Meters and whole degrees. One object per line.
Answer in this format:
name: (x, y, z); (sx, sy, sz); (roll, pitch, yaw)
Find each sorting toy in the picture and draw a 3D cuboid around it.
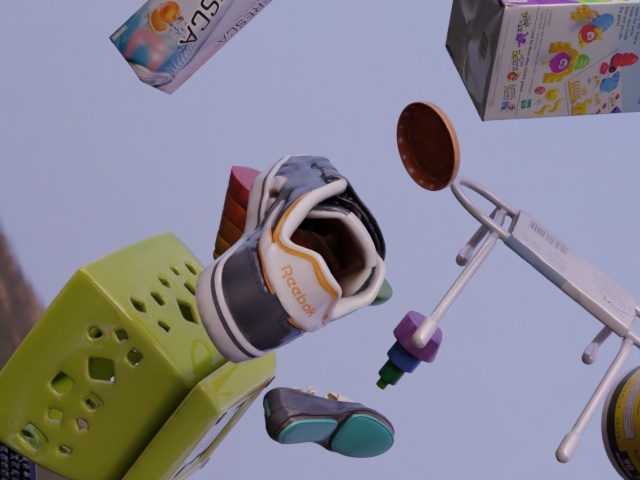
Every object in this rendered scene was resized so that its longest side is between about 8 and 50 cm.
sorting toy: (-0.009, 0.060, 2.320); (0.365, 0.126, 0.127); (41, 16, 13)

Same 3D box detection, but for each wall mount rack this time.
wall mount rack: (0.248, 0.088, 2.047); (0.350, 0.130, 0.304); (38, 21, 0)

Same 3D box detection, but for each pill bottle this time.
pill bottle: (0.335, 0.149, 1.477); (0.208, 0.119, 0.119); (-22, -95, 64)

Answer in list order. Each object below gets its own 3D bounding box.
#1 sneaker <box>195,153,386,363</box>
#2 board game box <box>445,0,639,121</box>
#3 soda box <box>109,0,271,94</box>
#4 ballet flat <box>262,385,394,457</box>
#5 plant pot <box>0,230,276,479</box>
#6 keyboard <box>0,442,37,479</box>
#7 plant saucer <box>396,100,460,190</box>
sneaker: (0.000, 0.000, 1.577); (0.126, 0.127, 0.321); (58, 24, -16)
board game box: (0.289, -0.228, 1.863); (0.142, 0.275, 0.144); (-109, -159, -47)
soda box: (-0.098, -0.215, 1.597); (0.058, 0.183, 0.063); (52, 12, 20)
ballet flat: (0.007, 0.197, 2.004); (0.074, 0.203, 0.074); (-10, -106, 38)
plant pot: (-0.193, 0.151, 1.907); (0.207, 0.228, 0.227); (41, -68, 8)
keyboard: (-0.320, 0.313, 1.938); (0.201, 0.033, 0.317); (36, 23, -33)
plant saucer: (0.100, -0.086, 1.620); (0.083, 0.013, 0.083); (30, -52, 47)
